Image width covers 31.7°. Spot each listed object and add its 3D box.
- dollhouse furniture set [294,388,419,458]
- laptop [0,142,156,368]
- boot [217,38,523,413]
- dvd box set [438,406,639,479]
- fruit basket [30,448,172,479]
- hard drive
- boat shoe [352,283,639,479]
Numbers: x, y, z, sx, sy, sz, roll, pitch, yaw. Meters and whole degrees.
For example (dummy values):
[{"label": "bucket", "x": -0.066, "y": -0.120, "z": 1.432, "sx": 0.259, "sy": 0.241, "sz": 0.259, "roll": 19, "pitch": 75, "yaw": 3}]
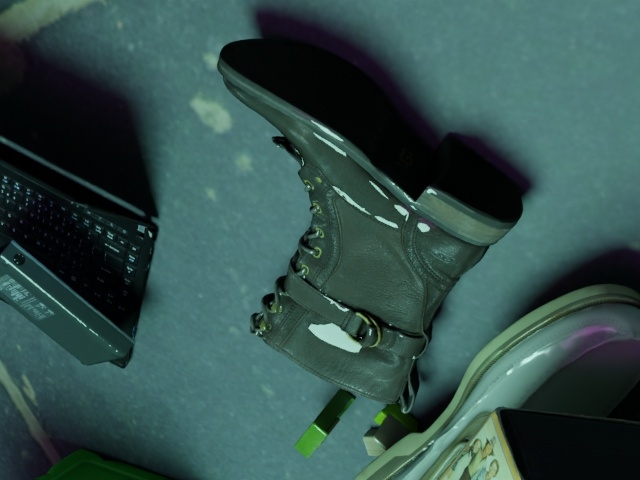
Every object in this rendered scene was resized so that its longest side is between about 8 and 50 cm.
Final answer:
[{"label": "dollhouse furniture set", "x": 0.058, "y": 0.191, "z": 0.936, "sx": 0.151, "sy": 0.058, "sz": 0.076, "roll": 39, "pitch": 129, "yaw": 4}, {"label": "laptop", "x": -0.275, "y": -0.006, "z": 0.956, "sx": 0.234, "sy": 0.136, "sz": 0.264, "roll": 28, "pitch": 127, "yaw": 13}, {"label": "boot", "x": 0.000, "y": 0.000, "z": 0.839, "sx": 0.263, "sy": 0.091, "sz": 0.229, "roll": 35, "pitch": 127, "yaw": 4}, {"label": "dvd box set", "x": 0.165, "y": 0.284, "z": 0.825, "sx": 0.307, "sy": 0.062, "sz": 0.420, "roll": 10, "pitch": 131, "yaw": -23}, {"label": "fruit basket", "x": -0.232, "y": 0.433, "z": 1.039, "sx": 0.283, "sy": 0.392, "sz": 0.392, "roll": 13, "pitch": 123, "yaw": 22}, {"label": "hard drive", "x": -0.232, "y": 0.058, "z": 0.972, "sx": 0.135, "sy": 0.022, "sz": 0.094, "roll": 43, "pitch": 151, "yaw": -17}, {"label": "boat shoe", "x": 0.136, "y": 0.158, "z": 0.812, "sx": 0.113, "sy": 0.103, "sz": 0.302, "roll": 19, "pitch": 127, "yaw": -28}]
